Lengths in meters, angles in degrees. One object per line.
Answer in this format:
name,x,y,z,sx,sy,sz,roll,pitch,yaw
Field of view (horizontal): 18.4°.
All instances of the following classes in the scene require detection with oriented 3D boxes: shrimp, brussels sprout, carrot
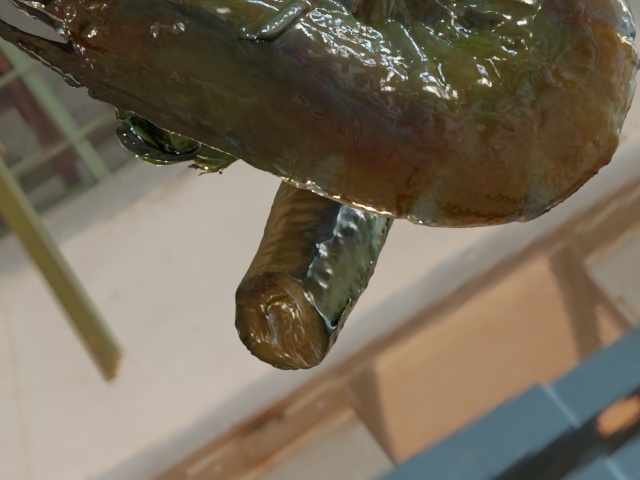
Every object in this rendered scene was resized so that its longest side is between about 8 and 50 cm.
shrimp,-0.006,-0.085,0.694,0.248,0.150,0.068,10,-18,-9
brussels sprout,-0.080,-0.074,1.148,0.085,0.085,0.058,-31,-15,-9
carrot,0.000,0.000,1.270,0.082,0.082,0.173,98,-166,-45
